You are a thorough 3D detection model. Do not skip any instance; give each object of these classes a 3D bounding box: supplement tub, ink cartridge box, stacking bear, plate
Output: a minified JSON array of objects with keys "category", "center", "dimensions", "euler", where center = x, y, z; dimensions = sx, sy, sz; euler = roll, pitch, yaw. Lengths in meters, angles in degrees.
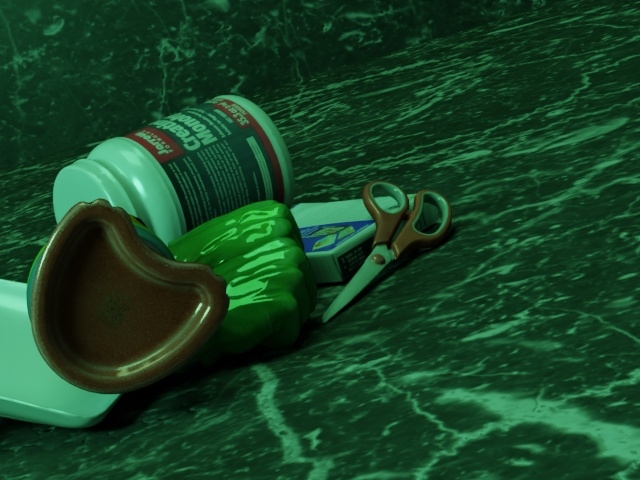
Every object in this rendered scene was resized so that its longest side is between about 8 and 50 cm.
[{"category":"supplement tub","center":[-0.187,-0.063,2.104],"dimensions":[0.272,0.191,0.191],"euler":[-26,16,-35]},{"category":"ink cartridge box","center":[0.000,0.000,1.933],"dimensions":[0.208,0.045,0.206],"euler":[-3,19,40]},{"category":"stacking bear","center":[-0.213,0.042,1.618],"dimensions":[0.164,0.175,0.289],"euler":[-55,14,2]},{"category":"plate","center":[-0.302,0.118,1.674],"dimensions":[0.277,0.045,0.278],"euler":[10,20,13]}]

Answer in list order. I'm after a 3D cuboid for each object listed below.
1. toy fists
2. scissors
[{"category":"toy fists","center":[-0.076,0.041,1.726],"dimensions":[0.142,0.096,0.279],"euler":[-28,20,4]},{"category":"scissors","center":[0.079,0.018,1.793],"dimensions":[0.109,0.021,0.297],"euler":[21,35,0]}]
